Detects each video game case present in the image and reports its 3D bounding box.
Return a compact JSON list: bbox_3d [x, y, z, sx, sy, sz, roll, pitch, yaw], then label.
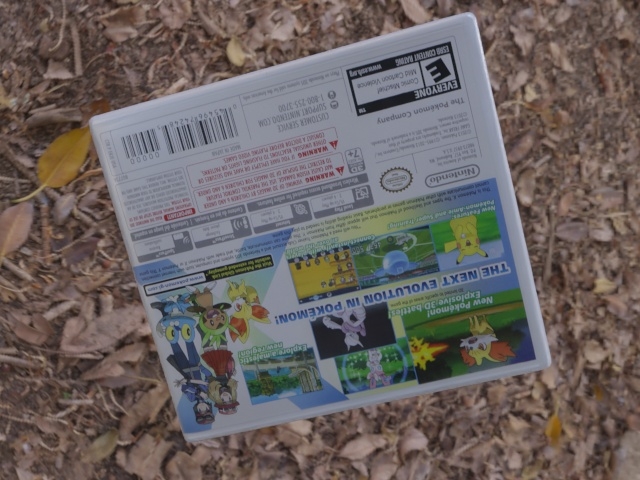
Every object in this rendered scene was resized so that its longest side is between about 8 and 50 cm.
[{"bbox_3d":[0.000,0.000,0.570,0.329,0.036,0.299,-14,98,7],"label":"video game case"}]
